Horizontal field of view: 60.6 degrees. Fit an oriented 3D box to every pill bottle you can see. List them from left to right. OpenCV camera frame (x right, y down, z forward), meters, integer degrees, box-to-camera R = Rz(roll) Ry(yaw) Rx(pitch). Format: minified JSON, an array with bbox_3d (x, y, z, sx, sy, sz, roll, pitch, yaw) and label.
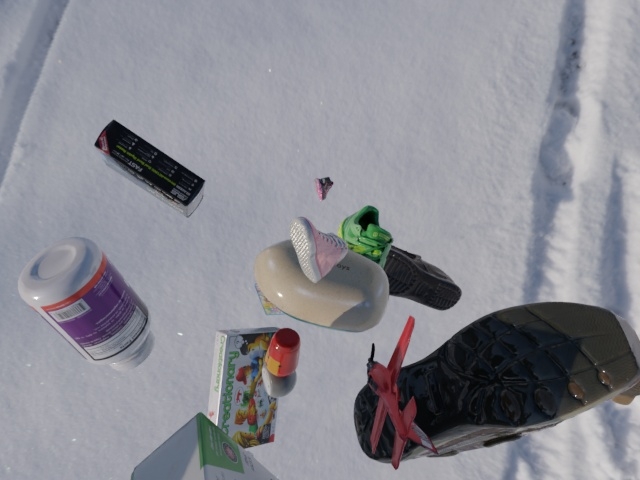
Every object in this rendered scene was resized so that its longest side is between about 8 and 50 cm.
[{"bbox_3d":[-0.507,0.156,1.239,0.182,0.322,0.181,-11,43,11],"label":"pill bottle"}]

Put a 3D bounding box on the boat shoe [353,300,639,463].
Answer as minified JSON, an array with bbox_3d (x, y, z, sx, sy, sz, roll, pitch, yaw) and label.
[{"bbox_3d":[0.186,0.164,0.604,0.324,0.120,0.122,-30,50,34],"label":"boat shoe"}]

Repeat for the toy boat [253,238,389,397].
[{"bbox_3d":[-0.026,0.132,1.009,0.268,0.148,0.318,21,43,8],"label":"toy boat"}]

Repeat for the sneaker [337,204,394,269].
[{"bbox_3d":[0.105,0.027,1.262,0.110,0.123,0.295,21,39,-26],"label":"sneaker"}]

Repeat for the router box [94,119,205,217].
[{"bbox_3d":[-0.195,-0.080,0.638,0.122,0.092,0.038,34,78,-7],"label":"router box"}]

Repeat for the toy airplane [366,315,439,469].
[{"bbox_3d":[0.067,0.152,0.515,0.028,0.151,0.151,9,75,-17],"label":"toy airplane"}]

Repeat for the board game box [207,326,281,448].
[{"bbox_3d":[-0.192,0.380,1.409,0.053,0.193,0.305,7,92,46],"label":"board game box"}]

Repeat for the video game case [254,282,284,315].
[{"bbox_3d":[-0.099,0.169,1.603,0.166,0.119,0.015,-5,33,17],"label":"video game case"}]

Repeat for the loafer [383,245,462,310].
[{"bbox_3d":[0.253,0.099,1.646,0.366,0.130,0.133,29,112,-24],"label":"loafer"}]

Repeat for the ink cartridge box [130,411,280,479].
[{"bbox_3d":[-0.054,0.266,0.448,0.087,0.153,0.208,-42,111,-2],"label":"ink cartridge box"}]

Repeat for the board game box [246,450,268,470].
[{"bbox_3d":[-0.209,0.561,0.778,0.050,0.389,0.390,21,35,30],"label":"board game box"}]

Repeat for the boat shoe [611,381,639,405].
[{"bbox_3d":[0.803,0.369,1.417,0.063,0.170,0.059,20,57,11],"label":"boat shoe"}]

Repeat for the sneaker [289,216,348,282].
[{"bbox_3d":[0.000,0.000,0.789,0.070,0.134,0.051,-35,54,-17],"label":"sneaker"}]

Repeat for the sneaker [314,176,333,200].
[{"bbox_3d":[0.016,-0.162,1.700,0.057,0.119,0.047,-22,71,-4],"label":"sneaker"}]
